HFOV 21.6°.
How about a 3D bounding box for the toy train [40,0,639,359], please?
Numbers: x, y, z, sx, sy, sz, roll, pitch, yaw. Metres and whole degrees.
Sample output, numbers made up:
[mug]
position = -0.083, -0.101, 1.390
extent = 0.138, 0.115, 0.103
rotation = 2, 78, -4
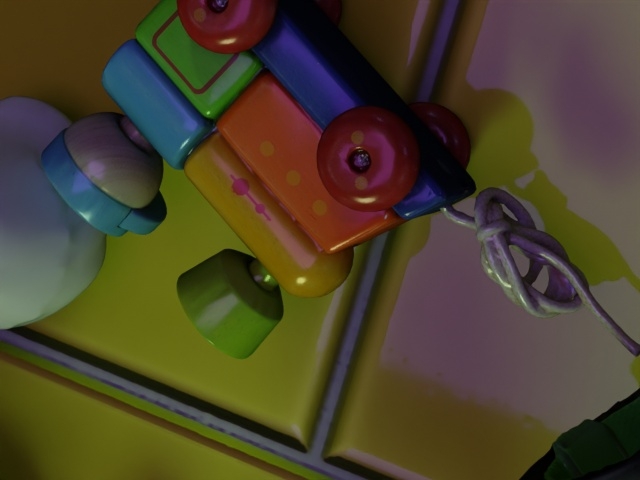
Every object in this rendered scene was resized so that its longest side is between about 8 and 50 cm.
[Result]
[toy train]
position = 0.000, 0.000, 0.716
extent = 0.143, 0.105, 0.248
rotation = -44, 81, 18

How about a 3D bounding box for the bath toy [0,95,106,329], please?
[bath toy]
position = -0.274, -0.005, 0.809
extent = 0.348, 0.129, 0.151
rotation = 3, 98, 20

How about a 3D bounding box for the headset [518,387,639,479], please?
[headset]
position = 0.217, -0.009, 0.541
extent = 0.394, 0.243, 0.185
rotation = -32, 85, 35
